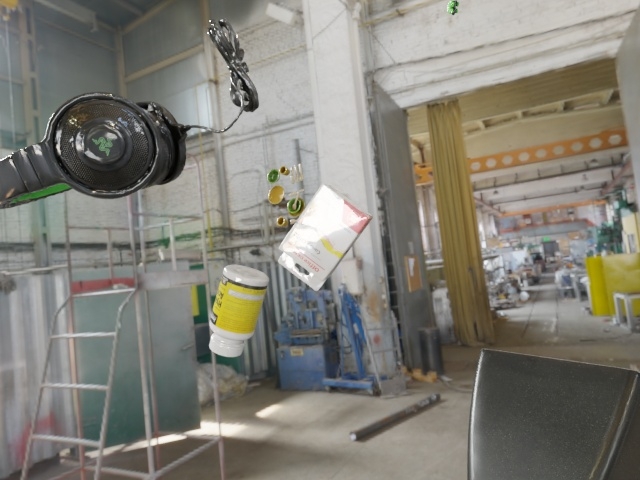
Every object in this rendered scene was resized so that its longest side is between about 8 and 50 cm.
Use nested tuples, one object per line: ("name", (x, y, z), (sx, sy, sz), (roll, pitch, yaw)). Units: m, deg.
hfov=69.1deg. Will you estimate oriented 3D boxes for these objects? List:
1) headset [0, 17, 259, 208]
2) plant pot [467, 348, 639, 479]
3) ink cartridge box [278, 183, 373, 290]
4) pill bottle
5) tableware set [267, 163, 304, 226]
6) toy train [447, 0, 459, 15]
("headset", (-0.278, -0.158, 0.649), (0.393, 0.185, 0.243), (-18, 12, 4))
("plant pot", (0.281, 0.261, 0.551), (0.188, 0.187, 0.167), (-3, 42, 50))
("ink cartridge box", (0.000, 0.000, 0.933), (0.115, 0.198, 0.067), (36, 12, 8))
("pill bottle", (-0.116, 0.098, 0.642), (0.065, 0.117, 0.065), (16, 8, -2))
("tableware set", (-0.086, -0.107, 1.102), (0.104, 0.154, 0.024), (-15, -19, 28))
("toy train", (0.273, -0.502, 0.940), (0.017, 0.083, 0.024), (-10, 33, -20))
